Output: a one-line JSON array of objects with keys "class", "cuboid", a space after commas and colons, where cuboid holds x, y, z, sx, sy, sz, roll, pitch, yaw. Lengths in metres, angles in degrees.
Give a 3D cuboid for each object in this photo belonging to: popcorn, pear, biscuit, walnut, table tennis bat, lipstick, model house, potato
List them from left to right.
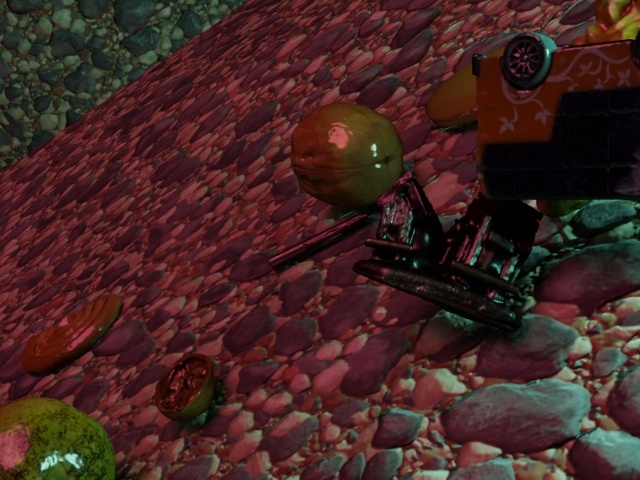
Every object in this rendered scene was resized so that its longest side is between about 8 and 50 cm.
[{"class": "pear", "cuboid": [-0.360, 0.295, 1.229, 0.197, 0.197, 0.197, -28, 26, 15]}, {"class": "biscuit", "cuboid": [-0.465, 0.180, 1.746, 0.224, 0.033, 0.144, -26, 27, 21]}, {"class": "walnut", "cuboid": [-0.176, 0.208, 1.320, 0.091, 0.052, 0.121, -29, 28, 11]}, {"class": "lipstick", "cuboid": [0.000, -0.001, 1.490, 0.176, 0.027, 0.027, -27, 27, 16]}, {"class": "walnut", "cuboid": [0.041, -0.133, 1.504, 0.197, 0.165, 0.165, 3, 46, 50]}, {"class": "model house", "cuboid": [0.153, 0.000, 1.124, 0.141, 0.203, 0.164, 87, -156, -83]}, {"class": "table tennis bat", "cuboid": [0.285, -0.235, 1.520, 0.224, 0.054, 0.368, -33, 21, 4]}, {"class": "potato", "cuboid": [0.310, -0.059, 1.188, 0.092, 0.045, 0.046, -25, -2, 14]}, {"class": "popcorn", "cuboid": [0.399, -0.238, 1.207, 0.200, 0.203, 0.226, -11, 16, 24]}]

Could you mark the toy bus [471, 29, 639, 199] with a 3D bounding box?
[{"class": "toy bus", "cuboid": [0.336, -0.130, 1.036, 0.323, 0.194, 0.162, 3, 3, 41]}]
